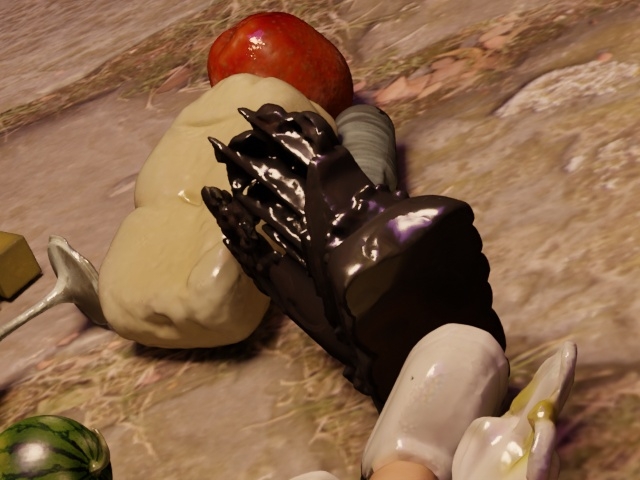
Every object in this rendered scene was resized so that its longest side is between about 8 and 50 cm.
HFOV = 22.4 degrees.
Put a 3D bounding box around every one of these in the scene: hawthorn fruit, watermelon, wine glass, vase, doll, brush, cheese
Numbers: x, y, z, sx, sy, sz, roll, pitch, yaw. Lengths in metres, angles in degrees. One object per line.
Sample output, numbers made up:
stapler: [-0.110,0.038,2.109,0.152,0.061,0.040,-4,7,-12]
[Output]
hawthorn fruit: [-0.041,-0.151,1.517,0.132,0.138,0.133,-22,29,13]
watermelon: [-0.195,0.176,1.177,0.109,0.109,0.109,-18,32,12]
wine glass: [-0.271,0.082,1.368,0.183,0.122,0.122,-34,31,-25]
vase: [0.036,-0.040,1.370,0.059,0.060,0.211,-17,33,13]
doll: [0.036,0.208,0.828,0.423,0.161,0.348,173,117,-82]
brush: [-0.378,0.027,1.582,0.233,0.047,0.103,12,47,47]
cheese: [-0.083,-0.027,1.366,0.159,0.093,0.263,-5,52,36]

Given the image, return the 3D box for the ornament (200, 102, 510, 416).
ornament: [0.000,0.000,1.123,0.106,0.251,0.260,-37,55,-16]
